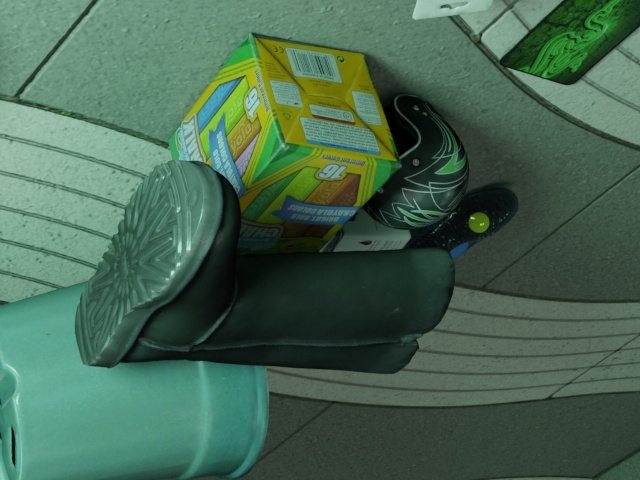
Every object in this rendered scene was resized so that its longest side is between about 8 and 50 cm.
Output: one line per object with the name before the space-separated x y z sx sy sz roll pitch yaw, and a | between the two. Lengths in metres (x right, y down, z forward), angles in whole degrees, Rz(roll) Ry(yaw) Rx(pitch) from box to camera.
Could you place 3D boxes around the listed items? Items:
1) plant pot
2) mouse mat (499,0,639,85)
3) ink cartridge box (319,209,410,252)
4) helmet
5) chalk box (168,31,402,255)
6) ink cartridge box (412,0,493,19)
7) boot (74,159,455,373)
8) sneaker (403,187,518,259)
plant pot | -0.295 0.193 2.014 0.334 0.341 0.341 -11 151 -32
mouse mat | 0.343 -0.273 1.964 0.152 0.007 0.189 10 141 -39
ink cartridge box | 0.000 0.000 2.156 0.208 0.087 0.153 2 145 -29
helmet | 0.116 -0.093 1.986 0.169 0.161 0.169 -13 150 -8
chalk box | -0.066 -0.091 1.875 0.180 0.179 0.289 6 143 -34
ink cartridge box | 0.157 -0.336 1.700 0.104 0.062 0.181 -9 149 -14
boot | -0.024 0.044 1.795 0.445 0.146 0.367 6 150 -28
sneaker | 0.209 -0.016 2.283 0.209 0.069 0.082 -36 180 13
